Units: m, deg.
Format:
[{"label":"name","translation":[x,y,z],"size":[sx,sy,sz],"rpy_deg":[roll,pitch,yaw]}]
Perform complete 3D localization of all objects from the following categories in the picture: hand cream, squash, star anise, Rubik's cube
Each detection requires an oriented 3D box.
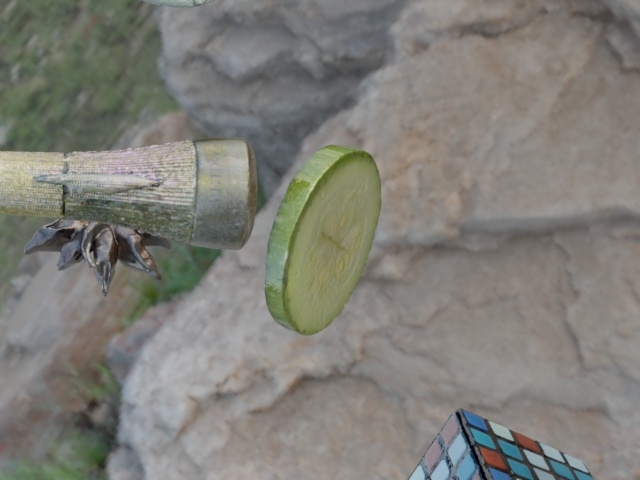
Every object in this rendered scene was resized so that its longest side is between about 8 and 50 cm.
[{"label":"hand cream","translation":[-0.149,-0.040,0.951],"size":[0.084,0.203,0.084],"rpy_deg":[-176,90,-79]},{"label":"squash","translation":[0.005,0.001,1.461],"size":[0.041,0.219,0.219],"rpy_deg":[16,66,22]},{"label":"star anise","translation":[-0.261,-0.023,1.595],"size":[0.182,0.195,0.065],"rpy_deg":[-54,-14,-42]},{"label":"Rubik's cube","translation":[0.189,0.317,1.368],"size":[0.184,0.182,0.187],"rpy_deg":[-60,22,16]}]

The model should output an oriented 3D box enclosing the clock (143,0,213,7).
[{"label":"clock","translation":[-0.161,-0.336,1.264],"size":[0.053,0.236,0.236],"rpy_deg":[-9,50,51]}]
